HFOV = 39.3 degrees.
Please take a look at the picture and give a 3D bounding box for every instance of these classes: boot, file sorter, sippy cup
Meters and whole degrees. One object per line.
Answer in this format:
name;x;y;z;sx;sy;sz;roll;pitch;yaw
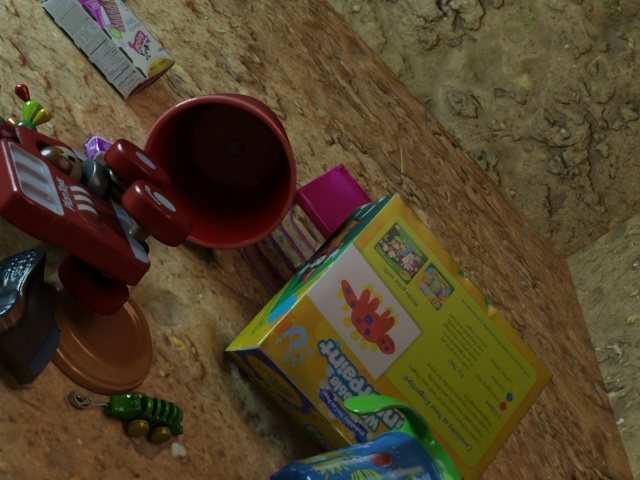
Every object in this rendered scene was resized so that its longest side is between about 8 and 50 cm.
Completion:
boot;-0.384;0.092;1.155;0.219;0.082;0.106;-96;170;-65
file sorter;0.000;0.000;1.801;0.202;0.182;0.291;52;23;-1
sippy cup;0.050;0.388;1.261;0.224;0.240;0.305;4;62;-33

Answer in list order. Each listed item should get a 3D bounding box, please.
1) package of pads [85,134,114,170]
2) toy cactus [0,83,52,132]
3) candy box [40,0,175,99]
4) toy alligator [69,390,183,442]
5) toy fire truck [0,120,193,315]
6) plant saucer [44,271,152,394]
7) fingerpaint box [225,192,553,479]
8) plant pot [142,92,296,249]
package of pads;-0.358;-0.143;1.530;0.083;0.032;0.050;24;34;-47
toy cactus;-0.454;-0.151;1.306;0.180;0.112;0.219;61;15;-8
candy box;-0.405;-0.398;1.737;0.233;0.071;0.159;49;24;-11
toy alligator;-0.246;0.227;1.213;0.190;0.051;0.056;31;32;-41
toy fire truck;-0.332;-0.061;1.199;0.254;0.169;0.302;38;11;-39
plant saucer;-0.309;0.121;1.260;0.200;0.037;0.200;41;28;-27
fingerpaint box;0.125;0.211;1.545;0.445;0.163;0.371;48;66;-12
plant pot;-0.170;-0.150;1.638;0.275;0.275;0.243;47;15;-13
